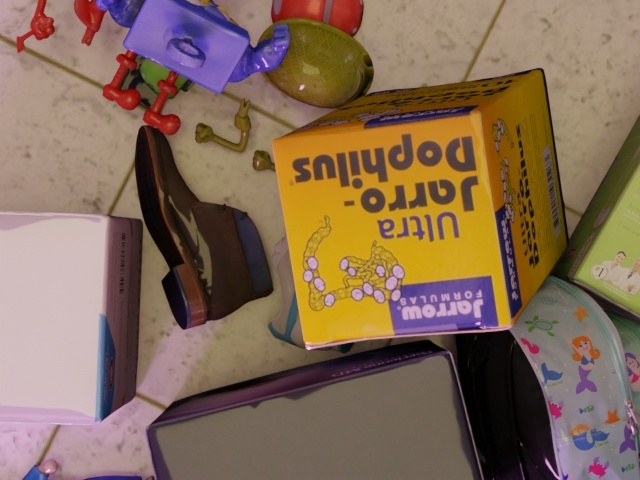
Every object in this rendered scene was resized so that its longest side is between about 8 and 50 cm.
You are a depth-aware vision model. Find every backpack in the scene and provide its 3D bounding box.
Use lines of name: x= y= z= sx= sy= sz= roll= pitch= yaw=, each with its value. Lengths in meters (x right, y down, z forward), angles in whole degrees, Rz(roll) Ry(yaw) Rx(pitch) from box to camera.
backpack: x=0.236 y=0.159 z=1.760 sx=0.191 sy=0.225 sz=0.253 roll=-23 pitch=105 yaw=-14

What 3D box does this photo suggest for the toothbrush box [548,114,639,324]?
toothbrush box: x=0.360 y=-0.055 z=1.790 sx=0.122 sy=0.206 sz=0.283 roll=28 pitch=89 yaw=1

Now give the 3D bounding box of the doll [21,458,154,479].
doll: x=-0.268 y=0.294 z=1.865 sx=0.189 sy=0.046 sz=0.129 roll=-3 pitch=89 yaw=-1

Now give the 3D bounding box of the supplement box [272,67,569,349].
supplement box: x=0.107 y=-0.041 z=1.684 sx=0.194 sy=0.356 sz=0.195 roll=-7 pitch=100 yaw=17

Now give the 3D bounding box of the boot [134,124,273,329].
boot: x=-0.125 y=-0.022 z=1.867 sx=0.106 sy=0.082 sz=0.219 roll=-13 pitch=86 yaw=-21

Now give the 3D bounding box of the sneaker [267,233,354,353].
sneaker: x=0.000 y=0.000 z=1.848 sx=0.092 sy=0.087 sz=0.229 roll=5 pitch=81 yaw=17

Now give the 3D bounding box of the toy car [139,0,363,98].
toy car: x=-0.103 y=-0.243 z=1.865 sx=0.239 sy=0.053 sz=0.225 roll=42 pitch=89 yaw=0

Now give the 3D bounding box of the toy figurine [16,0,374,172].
toy figurine: x=-0.120 y=-0.171 z=1.734 sx=0.362 sy=0.217 sz=0.191 roll=28 pitch=103 yaw=-14

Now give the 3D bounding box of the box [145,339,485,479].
box: x=0.000 y=0.215 z=1.743 sx=0.296 sy=0.294 sz=0.183 roll=-14 pitch=90 yaw=-1

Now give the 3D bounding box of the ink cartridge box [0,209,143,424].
ink cartridge box: x=-0.289 y=0.069 z=1.755 sx=0.197 sy=0.270 sz=0.198 roll=2 pitch=90 yaw=1
